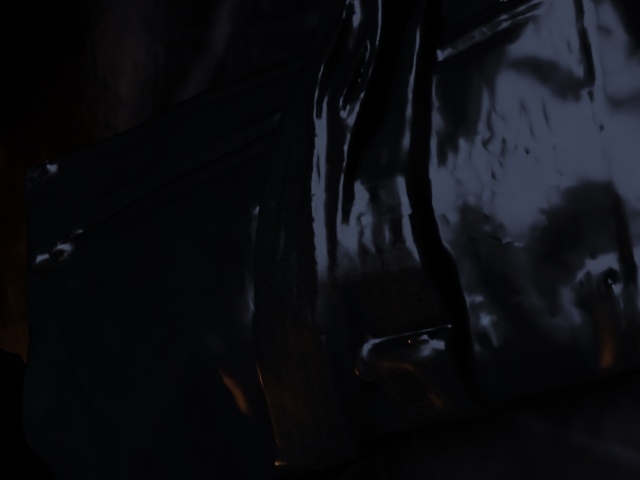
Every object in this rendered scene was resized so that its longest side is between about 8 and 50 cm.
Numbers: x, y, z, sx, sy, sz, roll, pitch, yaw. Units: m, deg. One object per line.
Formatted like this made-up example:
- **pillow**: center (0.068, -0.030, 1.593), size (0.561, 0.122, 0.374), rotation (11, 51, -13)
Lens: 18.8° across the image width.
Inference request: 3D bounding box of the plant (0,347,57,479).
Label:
- **plant**: center (-0.181, 0.131, 0.642), size (0.256, 0.142, 0.164), rotation (-32, 98, 25)

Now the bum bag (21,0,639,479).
- **bum bag**: center (0.000, 0.000, 0.484), size (0.248, 0.060, 0.123), rotation (-26, 71, 49)
